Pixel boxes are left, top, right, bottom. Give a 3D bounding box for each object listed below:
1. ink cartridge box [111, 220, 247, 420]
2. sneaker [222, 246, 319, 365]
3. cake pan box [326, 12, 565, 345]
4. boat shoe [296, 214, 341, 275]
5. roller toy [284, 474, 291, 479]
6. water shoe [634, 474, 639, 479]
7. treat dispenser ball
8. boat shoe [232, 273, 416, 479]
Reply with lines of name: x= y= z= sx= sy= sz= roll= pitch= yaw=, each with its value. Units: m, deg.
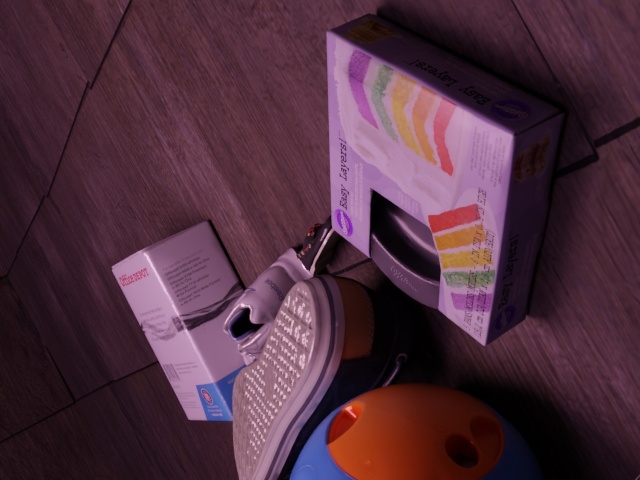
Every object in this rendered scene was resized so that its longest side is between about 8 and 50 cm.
ink cartridge box: x=-0.209 y=0.141 z=1.512 sx=0.307 sy=0.129 sz=0.223 roll=63 pitch=152 yaw=-4
sneaker: x=-0.089 y=0.118 z=1.295 sx=0.111 sy=0.129 sz=0.297 roll=49 pitch=151 yaw=18
cake pan box: x=0.107 y=-0.058 z=0.877 sx=0.246 sy=0.070 sz=0.267 roll=41 pitch=147 yaw=37
boat shoe: x=-0.001 y=0.001 z=1.126 sx=0.042 sy=0.049 sz=0.133 roll=47 pitch=154 yaw=9
roller toy: x=0.015 y=0.422 z=1.335 sx=0.191 sy=0.209 sz=0.146 roll=24 pitch=148 yaw=-2
water shoe: x=0.364 y=0.275 z=0.770 sx=0.203 sy=0.073 sz=0.080 roll=41 pitch=168 yaw=40
treat dispenser ball: x=0.104 y=0.299 z=0.966 sx=0.288 sy=0.288 sz=0.288 roll=40 pitch=145 yaw=35
boat shoe: x=-0.015 y=0.212 z=1.193 sx=0.500 sy=0.156 sz=0.187 roll=119 pitch=147 yaw=-50
